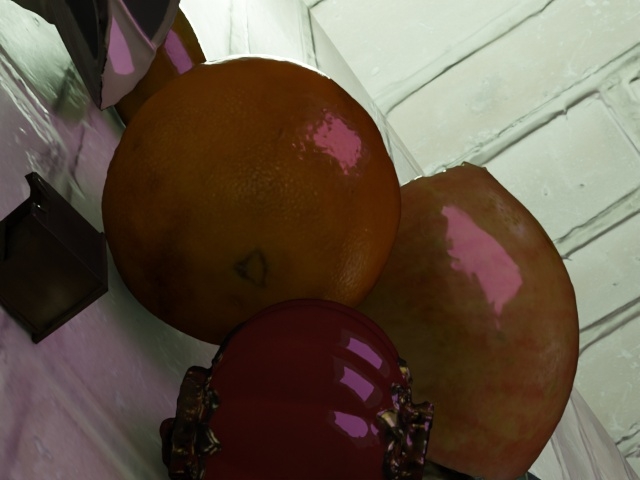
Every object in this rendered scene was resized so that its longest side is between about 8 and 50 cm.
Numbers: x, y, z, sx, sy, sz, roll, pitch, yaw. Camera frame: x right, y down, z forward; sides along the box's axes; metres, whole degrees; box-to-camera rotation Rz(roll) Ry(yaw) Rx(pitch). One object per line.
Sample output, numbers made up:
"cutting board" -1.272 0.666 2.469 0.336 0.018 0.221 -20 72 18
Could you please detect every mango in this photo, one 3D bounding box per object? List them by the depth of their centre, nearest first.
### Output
"mango" -0.167 -0.162 1.926 0.138 0.113 0.253 67 0 -75

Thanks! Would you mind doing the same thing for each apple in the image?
"apple" 0.116 0.084 1.824 0.309 0.252 0.314 10 74 -71

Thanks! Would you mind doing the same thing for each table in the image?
"table" -0.208 0.009 1.362 0.082 0.070 0.083 48 15 -27

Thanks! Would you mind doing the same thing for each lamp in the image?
"lamp" -0.021 0.155 1.427 0.227 0.227 0.227 54 11 -16

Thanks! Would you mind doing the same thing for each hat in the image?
"hat" -0.240 -0.260 1.782 0.275 0.161 0.232 70 22 -10

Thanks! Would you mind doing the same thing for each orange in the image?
"orange" -0.061 -0.032 1.617 0.261 0.261 0.261 54 11 -16

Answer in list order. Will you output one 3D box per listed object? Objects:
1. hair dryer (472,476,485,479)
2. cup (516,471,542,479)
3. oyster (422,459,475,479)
"hair dryer" 0.167 0.241 2.413 0.219 0.071 0.124 51 11 2
"cup" 0.270 0.360 2.518 0.077 0.078 0.100 41 50 -42
"oyster" 0.098 0.271 1.813 0.197 0.133 0.337 58 12 -18
